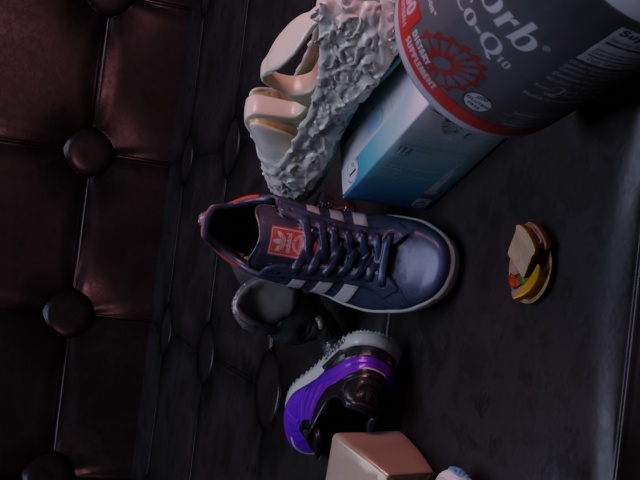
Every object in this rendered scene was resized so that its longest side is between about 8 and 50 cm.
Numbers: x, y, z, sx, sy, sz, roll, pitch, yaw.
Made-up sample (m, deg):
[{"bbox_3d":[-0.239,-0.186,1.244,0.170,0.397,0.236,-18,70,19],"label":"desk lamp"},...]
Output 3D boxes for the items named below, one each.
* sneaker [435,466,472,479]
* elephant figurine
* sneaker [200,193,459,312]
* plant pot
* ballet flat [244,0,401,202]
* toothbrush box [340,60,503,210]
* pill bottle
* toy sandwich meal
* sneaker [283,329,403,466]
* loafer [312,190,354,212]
[{"bbox_3d":[0.121,0.359,0.996,0.087,0.092,0.229,-160,80,-71],"label":"sneaker"},{"bbox_3d":[-0.062,0.080,1.362,0.185,0.169,0.240,1,89,38],"label":"elephant figurine"},{"bbox_3d":[-0.003,0.012,1.160,0.349,0.148,0.131,6,83,33],"label":"sneaker"},{"bbox_3d":[0.077,0.302,1.125,0.096,0.109,0.109,16,99,57],"label":"plant pot"},{"bbox_3d":[-0.021,-0.184,1.142,0.409,0.146,0.147,126,145,-53],"label":"ballet flat"},{"bbox_3d":[0.133,-0.199,1.107,0.295,0.126,0.217,136,137,-57],"label":"toothbrush box"},{"bbox_3d":[0.226,-0.238,0.752,0.363,0.210,0.210,146,128,-64],"label":"pill bottle"},{"bbox_3d":[0.212,0.024,0.954,0.085,0.029,0.086,-173,90,-69],"label":"toy sandwich meal"},{"bbox_3d":[0.010,0.250,1.258,0.293,0.102,0.146,121,167,-48],"label":"sneaker"},{"bbox_3d":[0.000,0.000,1.476,0.062,0.061,0.170,-80,11,-47],"label":"loafer"}]
